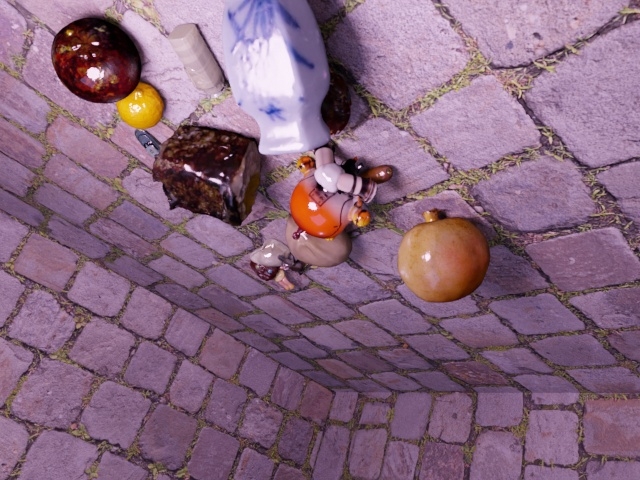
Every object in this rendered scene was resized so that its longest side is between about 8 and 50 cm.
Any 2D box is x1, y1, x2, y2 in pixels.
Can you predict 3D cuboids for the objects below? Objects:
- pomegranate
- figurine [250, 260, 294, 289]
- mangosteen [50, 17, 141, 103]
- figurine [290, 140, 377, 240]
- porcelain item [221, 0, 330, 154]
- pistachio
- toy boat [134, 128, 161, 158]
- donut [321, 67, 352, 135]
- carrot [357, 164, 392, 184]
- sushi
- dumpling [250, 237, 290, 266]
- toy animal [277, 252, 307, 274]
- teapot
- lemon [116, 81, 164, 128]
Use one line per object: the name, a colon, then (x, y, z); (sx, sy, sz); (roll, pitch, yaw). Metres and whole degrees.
pomegranate: (0.407, 0.048, 1.582); (0.319, 0.319, 0.319); (14, 149, 9)
figurine: (-0.225, 0.145, 2.242); (0.240, 0.116, 0.174); (34, 147, -24)
mangosteen: (-0.633, -0.505, 1.362); (0.231, 0.231, 0.289); (27, 179, -14)
figurine: (0.015, -0.136, 1.532); (0.320, 0.196, 0.323); (45, 139, 16)
porcelain item: (-0.100, -0.418, 1.102); (0.242, 0.178, 0.405); (2, 118, 27)
pistachio: (0.000, 0.000, 1.817); (0.331, 0.208, 0.226); (26, -164, -39)
toy boat: (-0.624, -0.354, 1.725); (0.055, 0.060, 0.141); (-25, 127, 19)
donut: (-0.023, -0.390, 1.298); (0.235, 0.089, 0.235); (14, 150, 8)
carrot: (0.141, -0.196, 1.555); (0.059, 0.059, 0.247); (37, 148, -28)
sushi: (-0.353, -0.223, 1.561); (0.294, 0.299, 0.281); (11, 126, 9)
dumpling: (-0.224, 0.051, 2.117); (0.169, 0.100, 0.134); (14, 126, 2)
toy animal: (-0.115, 0.109, 2.147); (0.105, 0.070, 0.202); (-21, 147, 9)
teapot: (-0.351, -0.496, 1.325); (0.107, 0.077, 0.200); (7, 147, 27)
lemon: (-0.572, -0.425, 1.499); (0.142, 0.142, 0.187); (20, 166, -2)
